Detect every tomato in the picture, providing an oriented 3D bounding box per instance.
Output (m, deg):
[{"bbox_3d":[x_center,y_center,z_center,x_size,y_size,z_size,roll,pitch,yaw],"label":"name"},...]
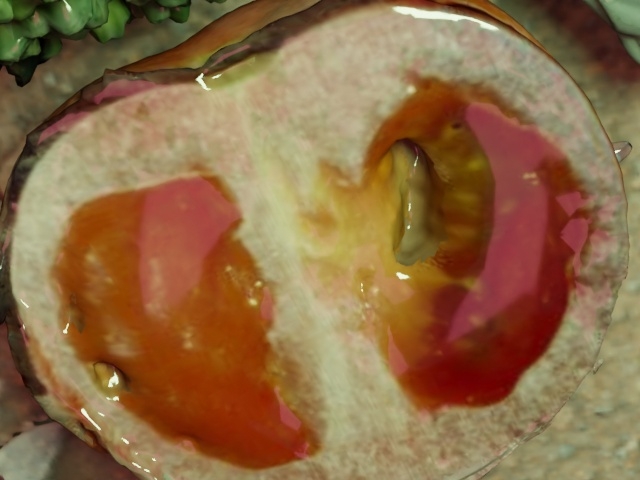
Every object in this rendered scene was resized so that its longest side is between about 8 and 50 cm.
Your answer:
[{"bbox_3d":[0.000,0.000,0.695,0.228,0.112,0.199,-15,109,9],"label":"tomato"}]

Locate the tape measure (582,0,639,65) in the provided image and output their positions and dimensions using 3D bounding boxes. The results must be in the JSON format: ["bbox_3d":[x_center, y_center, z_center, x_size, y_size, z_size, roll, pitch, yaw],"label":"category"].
[{"bbox_3d":[0.185,-0.087,0.654,0.330,0.084,0.164,37,120,-15],"label":"tape measure"}]

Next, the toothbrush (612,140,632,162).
[{"bbox_3d":[0.035,-0.002,0.752,0.193,0.019,0.013,-22,116,14],"label":"toothbrush"}]

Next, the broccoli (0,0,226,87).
[{"bbox_3d":[-0.098,-0.194,0.555,0.248,0.245,0.288,-18,153,-34],"label":"broccoli"}]
